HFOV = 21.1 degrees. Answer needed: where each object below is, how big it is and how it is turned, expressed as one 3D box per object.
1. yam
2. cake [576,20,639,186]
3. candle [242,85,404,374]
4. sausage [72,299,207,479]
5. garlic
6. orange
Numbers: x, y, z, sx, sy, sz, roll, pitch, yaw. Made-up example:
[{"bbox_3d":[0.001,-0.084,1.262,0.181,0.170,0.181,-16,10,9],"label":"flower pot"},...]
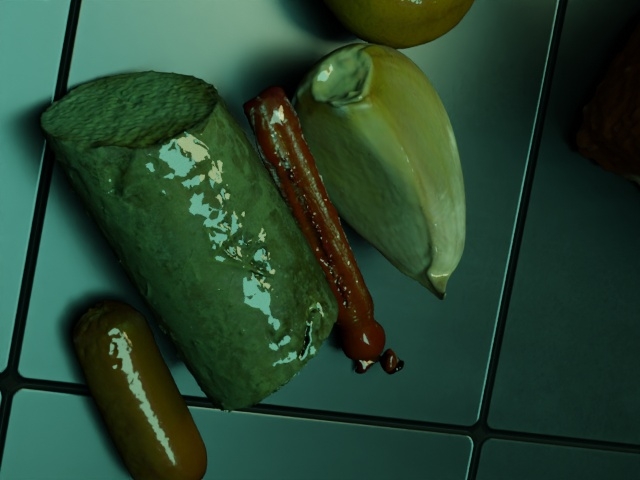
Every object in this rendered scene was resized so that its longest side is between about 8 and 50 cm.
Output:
[{"bbox_3d":[-0.111,-0.011,1.528,0.168,0.168,0.304,-34,110,-16],"label":"yam"},{"bbox_3d":[0.470,-0.119,1.715,0.319,0.270,0.269,36,85,-22],"label":"cake"},{"bbox_3d":[0.000,0.000,1.612,0.051,0.048,0.329,-39,124,-24],"label":"candle"},{"bbox_3d":[-0.167,0.146,1.578,0.076,0.076,0.197,-28,106,-18],"label":"sausage"},{"bbox_3d":[0.060,-0.071,1.594,0.145,0.164,0.245,-27,108,6],"label":"garlic"},{"bbox_3d":[0.071,-0.254,1.599,0.156,0.124,0.156,2,83,-16],"label":"orange"}]
